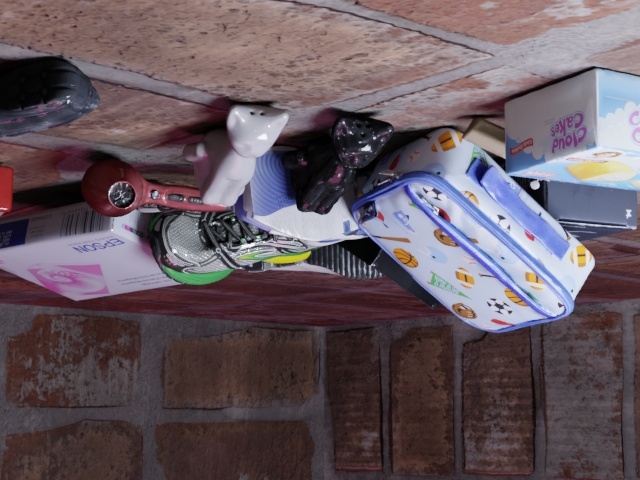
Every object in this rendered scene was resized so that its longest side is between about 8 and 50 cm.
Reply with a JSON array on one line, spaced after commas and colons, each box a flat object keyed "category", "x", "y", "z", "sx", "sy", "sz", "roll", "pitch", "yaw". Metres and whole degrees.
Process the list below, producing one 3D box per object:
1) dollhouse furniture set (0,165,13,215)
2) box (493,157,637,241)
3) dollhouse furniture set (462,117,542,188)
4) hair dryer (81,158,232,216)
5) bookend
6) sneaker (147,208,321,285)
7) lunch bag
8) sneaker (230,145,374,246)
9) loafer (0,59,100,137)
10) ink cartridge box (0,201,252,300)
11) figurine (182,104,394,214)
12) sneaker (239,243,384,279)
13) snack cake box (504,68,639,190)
[{"category": "dollhouse furniture set", "x": -0.586, "y": -0.028, "z": 1.574, "sx": 0.374, "sy": 0.201, "sz": 0.152, "roll": 6, "pitch": 169, "yaw": -32}, {"category": "box", "x": 0.315, "y": -0.058, "z": 1.671, "sx": 0.153, "sy": 0.108, "sz": 0.207, "roll": 5, "pitch": 170, "yaw": -26}, {"category": "dollhouse furniture set", "x": 0.237, "y": -0.116, "z": 1.455, "sx": 0.114, "sy": 0.091, "sz": 0.081, "roll": 27, "pitch": 158, "yaw": 17}, {"category": "hair dryer", "x": -0.219, "y": -0.075, "z": 1.663, "sx": 0.223, "sy": 0.080, "sz": 0.293, "roll": 1, "pitch": -174, "yaw": 24}, {"category": "bookend", "x": 0.115, "y": 0.023, "z": 1.952, "sx": 0.156, "sy": 0.072, "sz": 0.157, "roll": 34, "pitch": 180, "yaw": -33}, {"category": "sneaker", "x": -0.109, "y": -0.026, "z": 1.847, "sx": 0.343, "sy": 0.134, "sz": 0.146, "roll": -13, "pitch": 171, "yaw": -37}, {"category": "lunch bag", "x": 0.193, "y": -0.010, "z": 1.568, "sx": 0.303, "sy": 0.115, "sz": 0.243, "roll": 40, "pitch": 156, "yaw": -15}, {"category": "sneaker", "x": -0.013, "y": -0.045, "z": 1.703, "sx": 0.315, "sy": 0.128, "sz": 0.182, "roll": 4, "pitch": 168, "yaw": -36}, {"category": "loafer", "x": -0.338, "y": -0.138, "z": 1.262, "sx": 0.223, "sy": 0.076, "sz": 0.078, "roll": -7, "pitch": 162, "yaw": 18}, {"category": "ink cartridge box", "x": -0.336, "y": 0.034, "z": 1.965, "sx": 0.324, "sy": 0.071, "sz": 0.330, "roll": -10, "pitch": 154, "yaw": 35}, {"category": "figurine", "x": -0.042, "y": -0.110, "z": 1.464, "sx": 0.214, "sy": 0.092, "sz": 0.209, "roll": 4, "pitch": 163, "yaw": -20}, {"category": "sneaker", "x": 0.000, "y": 0.000, "z": 2.089, "sx": 0.330, "sy": 0.123, "sz": 0.146, "roll": 4, "pitch": -178, "yaw": 11}, {"category": "snack cake box", "x": 0.356, "y": -0.116, "z": 1.357, "sx": 0.264, "sy": 0.089, "sz": 0.152, "roll": 5, "pitch": 171, "yaw": -30}]
